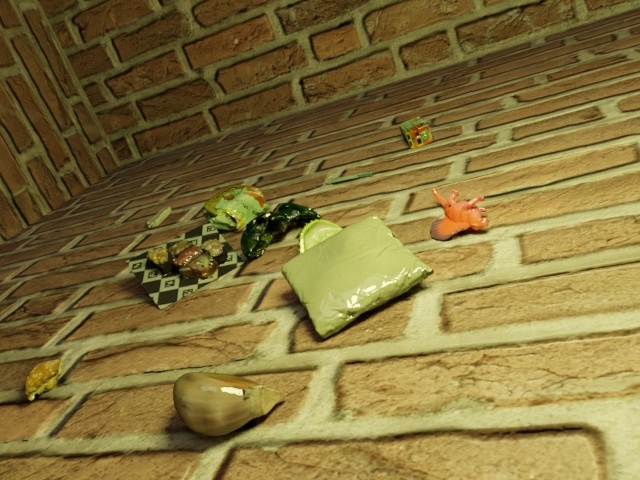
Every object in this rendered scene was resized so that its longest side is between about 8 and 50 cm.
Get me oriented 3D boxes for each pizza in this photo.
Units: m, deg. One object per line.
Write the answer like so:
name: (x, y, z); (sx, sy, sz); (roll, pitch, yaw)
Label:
pizza: (-0.687, 0.344, 1.486); (0.099, 0.036, 0.160); (-26, 23, -11)

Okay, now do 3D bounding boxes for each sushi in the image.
sushi: (-0.415, 0.044, 1.790); (0.294, 0.059, 0.292); (-30, 41, -19)

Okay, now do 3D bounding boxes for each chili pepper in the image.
chili pepper: (-0.143, -0.046, 1.787); (0.264, 0.116, 0.148); (-35, 22, -32)

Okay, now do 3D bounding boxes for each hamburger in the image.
hamburger: (-0.324, -0.114, 2.094); (0.235, 0.125, 0.214); (18, 32, 38)

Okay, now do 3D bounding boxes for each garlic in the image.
garlic: (-0.211, 0.284, 1.122); (0.266, 0.148, 0.129); (15, 78, 50)

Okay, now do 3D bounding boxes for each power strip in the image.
power strip: (-0.676, -0.096, 2.509); (0.047, 0.030, 0.191); (-12, 23, 19)

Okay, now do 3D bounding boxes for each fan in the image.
fan: (0.102, -0.220, 2.105); (0.193, 0.016, 0.038); (-6, 29, 36)

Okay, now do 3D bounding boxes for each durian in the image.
durian: (0.000, 0.000, 1.640); (0.100, 0.086, 0.215); (30, 50, 21)

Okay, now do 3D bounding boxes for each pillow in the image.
pillow: (0.070, 0.072, 1.335); (0.274, 0.076, 0.281); (-29, 35, -7)

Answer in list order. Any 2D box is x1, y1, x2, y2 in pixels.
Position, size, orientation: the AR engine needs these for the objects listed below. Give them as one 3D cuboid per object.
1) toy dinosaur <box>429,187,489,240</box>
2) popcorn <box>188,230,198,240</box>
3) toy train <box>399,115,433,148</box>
toy dinosaur: (0.317, -0.056, 1.494); (0.139, 0.070, 0.286); (-47, 24, -5)
popcorn: (-0.401, 0.020, 1.938); (0.084, 0.084, 0.084); (-18, 22, 8)
toy train: (0.357, -0.404, 2.229); (0.099, 0.072, 0.188); (-25, 22, 7)
